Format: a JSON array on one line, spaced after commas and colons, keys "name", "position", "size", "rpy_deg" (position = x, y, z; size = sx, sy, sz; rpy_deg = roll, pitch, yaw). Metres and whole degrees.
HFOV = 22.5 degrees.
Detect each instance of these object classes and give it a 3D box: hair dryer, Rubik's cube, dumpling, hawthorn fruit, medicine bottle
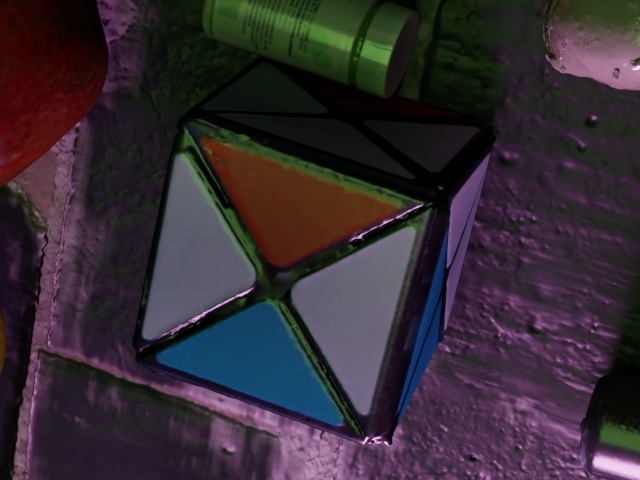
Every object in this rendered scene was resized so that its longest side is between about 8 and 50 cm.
[{"name": "hair dryer", "position": [0.351, 0.065, 1.439], "size": [0.189, 0.107, 0.352], "rpy_deg": [12, 103, 17]}, {"name": "Rubik's cube", "position": [-0.001, 0.000, 1.447], "size": [0.250, 0.248, 0.246], "rpy_deg": [18, 113, 12]}, {"name": "dumpling", "position": [0.283, -0.207, 1.341], "size": [0.247, 0.142, 0.172], "rpy_deg": [7, 84, 54]}, {"name": "hawthorn fruit", "position": [-0.363, -0.178, 1.482], "size": [0.308, 0.325, 0.308], "rpy_deg": [13, 119, 25]}, {"name": "medicine bottle", "position": [-0.010, -0.198, 1.474], "size": [0.183, 0.086, 0.086], "rpy_deg": [20, 113, 12]}]

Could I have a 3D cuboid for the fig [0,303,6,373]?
[{"name": "fig", "position": [-0.456, 0.056, 1.629], "size": [0.258, 0.258, 0.326], "rpy_deg": [-9, 89, 22]}]
